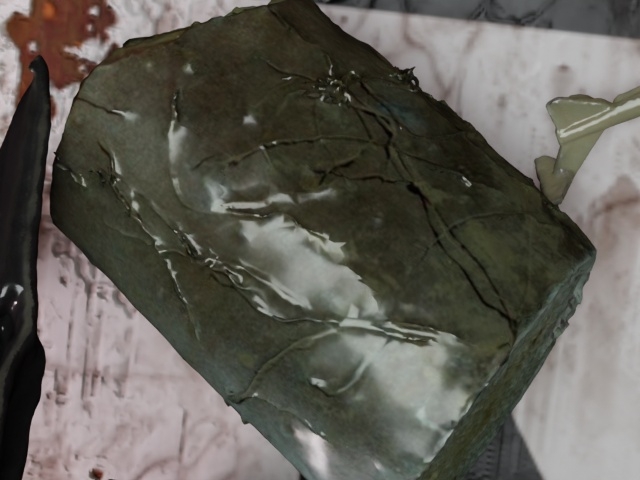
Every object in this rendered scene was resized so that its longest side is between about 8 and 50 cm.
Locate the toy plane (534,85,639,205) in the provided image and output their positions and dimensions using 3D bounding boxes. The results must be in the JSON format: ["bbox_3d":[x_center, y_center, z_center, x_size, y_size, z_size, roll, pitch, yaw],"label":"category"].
[{"bbox_3d":[0.243,-0.102,0.979,0.286,0.092,0.108,-20,117,10],"label":"toy plane"}]

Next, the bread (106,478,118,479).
[{"bbox_3d":[-0.005,0.283,0.998,0.377,0.208,0.251,13,92,9],"label":"bread"}]

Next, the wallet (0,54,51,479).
[{"bbox_3d":[-0.182,0.099,0.936,0.041,0.323,0.247,11,144,-19],"label":"wallet"}]

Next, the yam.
[{"bbox_3d":[0.002,-0.003,0.976,0.271,0.202,0.201,37,101,9],"label":"yam"}]
